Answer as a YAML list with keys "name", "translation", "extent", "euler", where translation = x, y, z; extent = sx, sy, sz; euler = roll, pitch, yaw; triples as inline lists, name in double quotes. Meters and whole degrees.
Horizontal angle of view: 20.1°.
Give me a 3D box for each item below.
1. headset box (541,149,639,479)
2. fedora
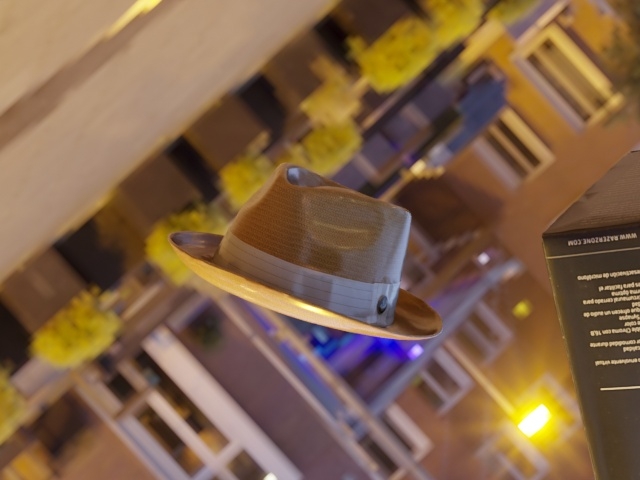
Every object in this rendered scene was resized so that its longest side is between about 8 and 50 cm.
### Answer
- name: "headset box"
  translation: [0.250, 0.097, 0.737]
  extent: [0.246, 0.283, 0.131]
  euler: [-8, -166, 29]
- name: "fedora"
  translation: [0.000, 0.000, 1.141]
  extent: [0.194, 0.194, 0.079]
  euler: [-43, 152, -81]
